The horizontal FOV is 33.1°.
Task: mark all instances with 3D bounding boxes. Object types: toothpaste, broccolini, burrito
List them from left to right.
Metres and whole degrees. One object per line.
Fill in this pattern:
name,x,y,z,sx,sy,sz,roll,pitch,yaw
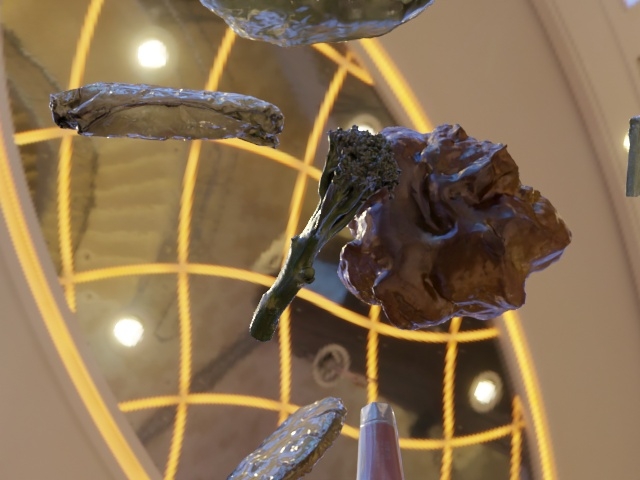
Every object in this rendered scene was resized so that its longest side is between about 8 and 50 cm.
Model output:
burrito,-0.147,-0.123,1.050,0.230,0.063,0.058,6,-68,-13
broccolini,-0.002,-0.002,0.873,0.067,0.058,0.216,24,-52,-7
toothpaste,0.066,0.259,1.158,0.067,0.194,0.042,-1,-50,2

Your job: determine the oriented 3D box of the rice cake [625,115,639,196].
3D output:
rice cake,0.463,-0.123,1.584,0.022,0.022,0.121,-17,-68,-48

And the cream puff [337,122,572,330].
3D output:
cream puff,0.139,-0.014,1.180,0.155,0.269,0.241,44,-129,-64

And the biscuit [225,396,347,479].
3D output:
biscuit,-0.058,0.293,1.395,0.290,0.141,0.038,-40,-78,-27

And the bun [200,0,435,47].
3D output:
bun,-0.018,-0.188,0.578,0.195,0.118,0.195,14,-111,-39
